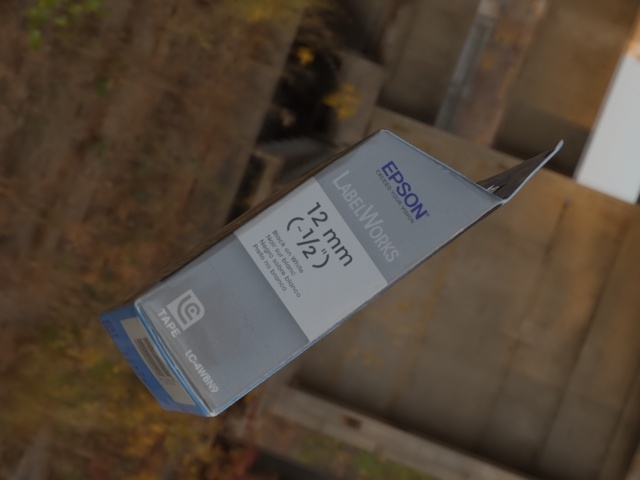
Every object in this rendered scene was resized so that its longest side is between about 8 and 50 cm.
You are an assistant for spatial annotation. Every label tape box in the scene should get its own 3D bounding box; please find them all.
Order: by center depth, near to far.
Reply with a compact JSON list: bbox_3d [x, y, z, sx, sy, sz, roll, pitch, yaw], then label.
[{"bbox_3d":[0.000,0.000,1.296,0.348,0.115,0.249,-37,-176,-14],"label":"label tape box"}]
